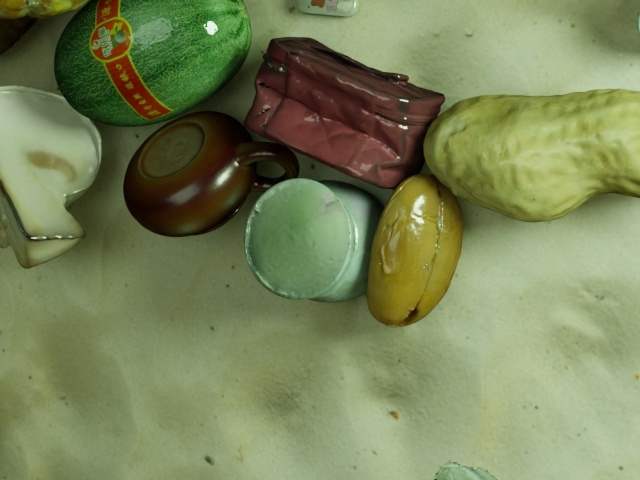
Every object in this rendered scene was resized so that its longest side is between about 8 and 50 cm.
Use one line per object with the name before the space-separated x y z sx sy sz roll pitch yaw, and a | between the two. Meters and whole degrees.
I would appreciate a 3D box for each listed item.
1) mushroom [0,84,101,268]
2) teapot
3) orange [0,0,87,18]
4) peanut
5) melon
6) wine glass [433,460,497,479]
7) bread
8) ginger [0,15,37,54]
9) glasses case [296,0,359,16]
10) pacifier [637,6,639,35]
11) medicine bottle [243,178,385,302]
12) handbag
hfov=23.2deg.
mushroom | -0.375 -0.085 2.073 0.236 0.162 0.173 63 158 10
teapot | -0.134 -0.074 1.939 0.252 0.135 0.178 -8 51 28
orange | -0.380 -0.419 1.920 0.329 0.249 0.329 1 61 -2
peanut | 0.266 -0.091 1.725 0.319 0.147 0.147 1 88 24
melon | -0.219 -0.236 1.954 0.288 0.182 0.182 -23 78 26
wine glass | 0.077 0.411 1.754 0.323 0.238 0.238 -36 73 24
bread | 0.112 0.016 1.811 0.077 0.114 0.189 21 103 44
ginger | -0.506 -0.364 2.132 0.358 0.152 0.274 12 74 27
glasses case | 0.009 -0.293 1.926 0.083 0.021 0.032 9 91 27
pacifier | 0.386 -0.281 1.692 0.150 0.127 0.116 -60 41 20
medicine bottle | 0.000 0.000 1.852 0.147 0.143 0.147 -2 86 28
handbag | 0.029 -0.154 1.843 0.225 0.146 0.135 27 106 25
